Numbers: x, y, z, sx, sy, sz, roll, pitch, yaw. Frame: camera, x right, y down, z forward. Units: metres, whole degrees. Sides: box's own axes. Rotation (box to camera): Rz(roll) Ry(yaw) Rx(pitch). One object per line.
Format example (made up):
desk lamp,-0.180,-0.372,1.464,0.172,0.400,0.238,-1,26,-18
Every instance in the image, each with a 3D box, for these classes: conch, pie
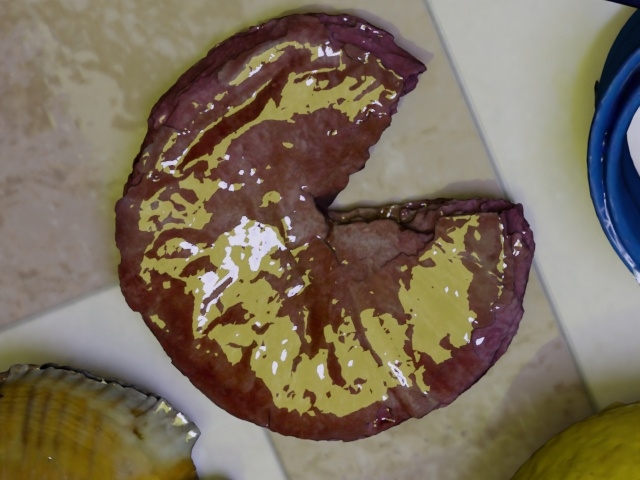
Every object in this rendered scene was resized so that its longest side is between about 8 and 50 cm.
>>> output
conch,-0.157,0.154,1.008,0.245,0.163,0.178,-19,118,-20
pie,0.000,0.000,1.004,0.219,0.054,0.204,42,102,-3

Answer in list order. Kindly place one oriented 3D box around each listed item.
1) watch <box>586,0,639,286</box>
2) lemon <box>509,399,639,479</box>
watch,0.202,-0.064,0.924,0.196,0.171,0.200,15,114,16
lemon,0.175,0.169,0.949,0.231,0.192,0.192,2,102,4
